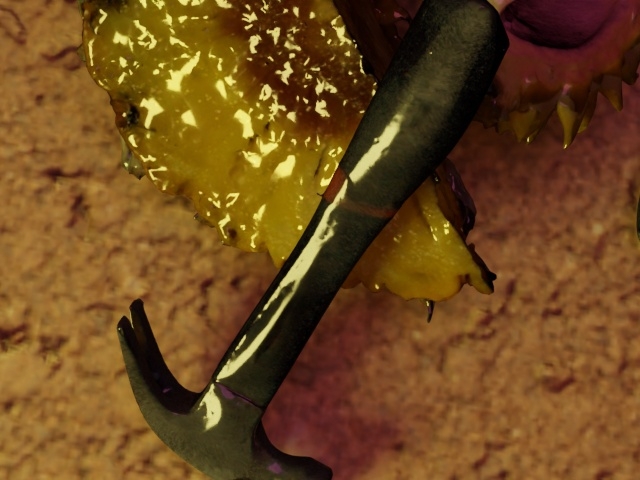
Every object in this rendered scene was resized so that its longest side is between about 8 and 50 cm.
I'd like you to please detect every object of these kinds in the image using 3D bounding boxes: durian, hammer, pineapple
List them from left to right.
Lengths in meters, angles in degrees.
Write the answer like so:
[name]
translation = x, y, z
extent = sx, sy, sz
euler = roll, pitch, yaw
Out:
[pineapple]
translation = -0.041, -0.111, 0.773
extent = 0.161, 0.158, 0.334
euler = -27, 112, 25
[hammer]
translation = 0.000, 0.000, 0.701
extent = 0.137, 0.037, 0.290
euler = 29, 114, -2
[durian]
translation = 0.101, -0.204, 0.820
extent = 0.191, 0.112, 0.341
euler = -6, 71, -32

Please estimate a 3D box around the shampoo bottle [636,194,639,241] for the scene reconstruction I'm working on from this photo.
[shampoo bottle]
translation = 0.260, -0.088, 0.837
extent = 0.087, 0.049, 0.234
euler = 27, 73, 0
